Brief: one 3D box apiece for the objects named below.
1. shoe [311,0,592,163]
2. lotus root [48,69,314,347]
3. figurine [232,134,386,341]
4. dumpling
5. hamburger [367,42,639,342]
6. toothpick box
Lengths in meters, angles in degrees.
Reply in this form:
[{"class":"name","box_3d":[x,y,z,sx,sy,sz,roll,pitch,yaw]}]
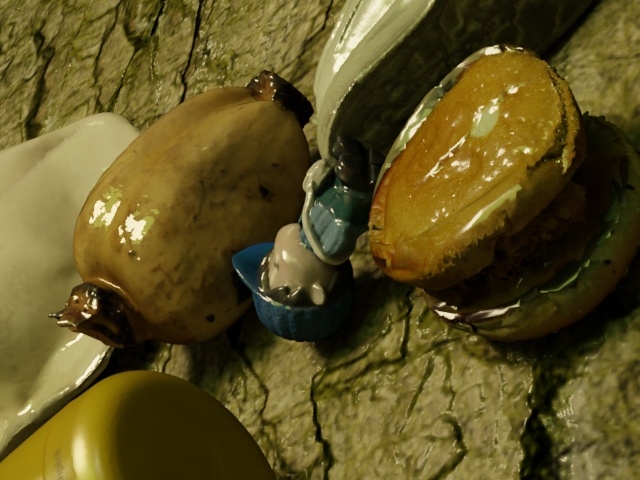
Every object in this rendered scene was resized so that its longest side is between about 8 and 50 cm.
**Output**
[{"class":"shoe","box_3d":[0.092,-0.180,1.116,0.316,0.124,0.159,-52,25,0]},{"class":"lotus root","box_3d":[-0.095,-0.012,1.165,0.154,0.140,0.257,31,75,29]},{"class":"figurine","box_3d":[0.000,0.000,1.053,0.149,0.087,0.086,-58,24,28]},{"class":"dumpling","box_3d":[-0.267,0.060,1.299,0.341,0.181,0.260,-22,57,-6]},{"class":"hamburger","box_3d":[0.115,-0.026,0.948,0.185,0.113,0.177,7,69,63]},{"class":"toothpick box","box_3d":[-0.167,0.219,0.996,0.271,0.175,0.175,-38,35,28]}]
